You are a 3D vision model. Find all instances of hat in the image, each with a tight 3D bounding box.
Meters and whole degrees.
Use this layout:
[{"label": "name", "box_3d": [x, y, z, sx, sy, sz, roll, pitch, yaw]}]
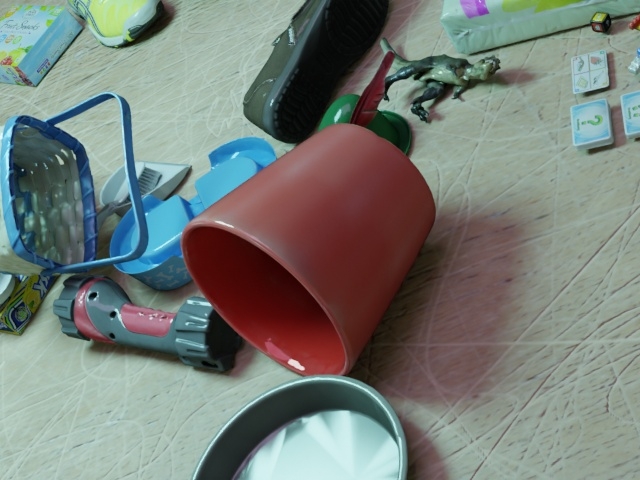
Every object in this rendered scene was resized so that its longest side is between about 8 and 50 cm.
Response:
[{"label": "hat", "box_3d": [0.024, -0.186, 1.576, 0.208, 0.183, 0.173, -35, 42, 3]}]

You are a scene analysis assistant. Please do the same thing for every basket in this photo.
[{"label": "basket", "box_3d": [-0.393, -0.063, 1.631, 0.289, 0.201, 0.254, -16, 73, 18]}]

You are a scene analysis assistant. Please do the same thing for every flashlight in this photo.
[{"label": "flashlight", "box_3d": [-0.248, 0.107, 1.563, 0.304, 0.103, 0.103, 3, 58, 38]}]

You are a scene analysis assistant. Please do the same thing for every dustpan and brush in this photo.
[{"label": "dustpan and brush", "box_3d": [-0.325, -0.066, 1.806, 0.147, 0.060, 0.211, 7, 57, 39]}]

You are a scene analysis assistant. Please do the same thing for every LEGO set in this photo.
[{"label": "LEGO set", "box_3d": [0.416, -0.237, 1.449, 0.183, 0.060, 0.244, -11, 47, 22]}]

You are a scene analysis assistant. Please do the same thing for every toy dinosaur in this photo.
[{"label": "toy dinosaur", "box_3d": [0.152, -0.244, 1.639, 0.118, 0.064, 0.268, -46, 39, -20]}]

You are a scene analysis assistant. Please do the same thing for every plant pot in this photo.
[{"label": "plant pot", "box_3d": [0.000, 0.000, 1.385, 0.275, 0.275, 0.243, 14, 53, 42]}]

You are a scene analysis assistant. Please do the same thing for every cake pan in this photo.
[{"label": "cake pan", "box_3d": [-0.023, 0.293, 1.270, 0.293, 0.054, 0.293, -19, 44, 20]}]

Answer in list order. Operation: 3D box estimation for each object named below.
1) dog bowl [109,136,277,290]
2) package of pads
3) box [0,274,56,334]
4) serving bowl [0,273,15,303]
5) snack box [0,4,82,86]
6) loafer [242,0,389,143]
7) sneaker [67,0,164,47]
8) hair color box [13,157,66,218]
[{"label": "dog bowl", "box_3d": [-0.178, -0.035, 1.665, 0.297, 0.074, 0.166, -34, 41, 4]}, {"label": "package of pads", "box_3d": [0.337, -0.414, 1.632, 0.297, 0.101, 0.229, -9, 50, 28]}, {"label": "box", "box_3d": [-0.482, 0.069, 1.797, 0.059, 0.054, 0.168, 4, 56, 38]}, {"label": "serving bowl", "box_3d": [-0.518, 0.078, 1.751, 0.083, 0.027, 0.083, -19, 44, 20]}, {"label": "snack box", "box_3d": [-0.633, -0.419, 2.339, 0.207, 0.070, 0.174, 14, 62, 41]}, {"label": "loafer", "box_3d": [-0.019, -0.323, 1.771, 0.130, 0.134, 0.366, 13, 61, 41]}, {"label": "sneaker", "box_3d": [-0.456, -0.510, 2.241, 0.145, 0.147, 0.385, -45, 43, -12]}, {"label": "hair color box", "box_3d": [-0.567, -0.003, 1.822, 0.347, 0.105, 0.174, -50, -1, -13]}]
